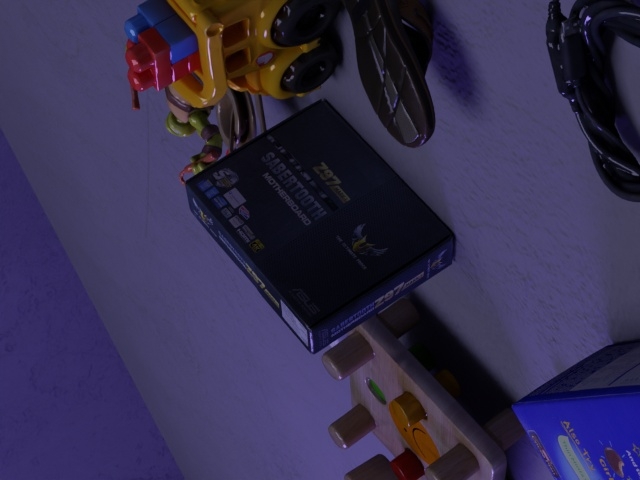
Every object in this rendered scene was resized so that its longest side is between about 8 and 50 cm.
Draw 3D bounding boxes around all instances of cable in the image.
[{"bbox_3d":[0.229,-0.093,1.087,0.150,0.047,0.184,27,143,50],"label":"cable"}]

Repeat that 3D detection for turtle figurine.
[{"bbox_3d":[-0.160,-0.182,1.917,0.269,0.087,0.217,59,158,24],"label":"turtle figurine"}]

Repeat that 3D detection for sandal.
[{"bbox_3d":[0.062,-0.191,1.351,0.219,0.060,0.090,70,159,9],"label":"sandal"}]

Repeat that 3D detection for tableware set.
[{"bbox_3d":[-0.110,-0.193,1.735,0.128,0.039,0.194,-172,73,-68],"label":"tableware set"}]

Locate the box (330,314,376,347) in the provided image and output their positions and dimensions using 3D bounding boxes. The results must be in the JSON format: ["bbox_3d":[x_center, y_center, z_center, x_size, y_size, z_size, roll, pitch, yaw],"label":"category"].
[{"bbox_3d":[0.000,0.000,1.835,0.063,0.067,0.324,41,156,45],"label":"box"}]

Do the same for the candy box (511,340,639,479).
[{"bbox_3d":[0.319,0.210,1.227,0.268,0.122,0.317,59,164,-2],"label":"candy box"}]

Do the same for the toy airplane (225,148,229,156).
[{"bbox_3d":[-0.090,-0.052,2.054,0.151,0.028,0.151,48,161,23],"label":"toy airplane"}]

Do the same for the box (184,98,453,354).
[{"bbox_3d":[-0.003,-0.019,1.604,0.233,0.183,0.059,49,161,28],"label":"box"}]

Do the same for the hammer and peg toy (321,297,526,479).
[{"bbox_3d":[0.127,0.252,1.826,0.266,0.127,0.361,46,160,28],"label":"hammer and peg toy"}]

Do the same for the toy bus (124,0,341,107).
[{"bbox_3d":[-0.101,-0.203,1.508,0.149,0.211,0.220,49,162,22],"label":"toy bus"}]
